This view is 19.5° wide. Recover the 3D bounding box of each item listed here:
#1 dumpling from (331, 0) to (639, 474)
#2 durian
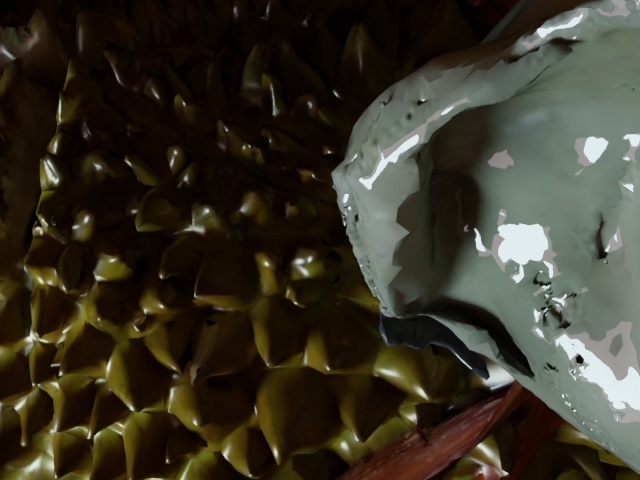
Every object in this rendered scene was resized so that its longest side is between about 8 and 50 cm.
[{"bbox_3d":[0.143,-0.031,0.478,0.163,0.293,0.204,-111,36,-46],"label":"dumpling"},{"bbox_3d":[-0.003,-0.004,0.705,0.347,0.384,0.347,16,110,53],"label":"durian"}]
